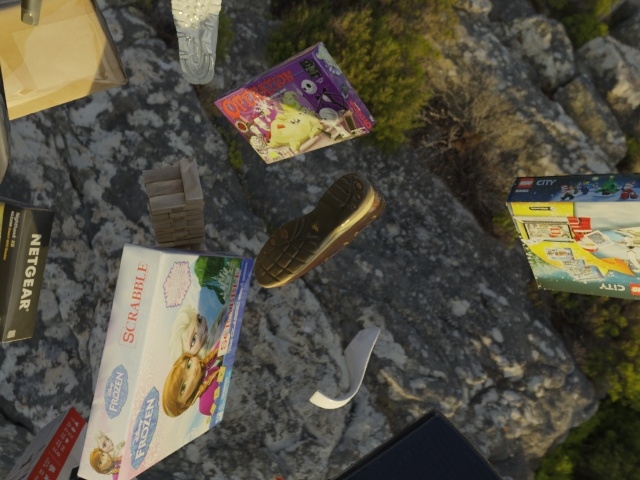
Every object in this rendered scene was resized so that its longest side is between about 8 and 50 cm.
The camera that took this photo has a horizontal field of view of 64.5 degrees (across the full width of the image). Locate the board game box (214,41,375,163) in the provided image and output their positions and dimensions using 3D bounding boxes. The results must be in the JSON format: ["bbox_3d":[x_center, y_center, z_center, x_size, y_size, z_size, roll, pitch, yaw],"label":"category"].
[{"bbox_3d":[-0.068,-0.291,1.145,0.208,0.347,0.056,52,54,-26],"label":"board game box"}]

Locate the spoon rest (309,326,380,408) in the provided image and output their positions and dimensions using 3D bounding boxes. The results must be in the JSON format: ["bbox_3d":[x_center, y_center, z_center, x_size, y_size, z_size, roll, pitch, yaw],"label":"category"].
[{"bbox_3d":[0.081,0.322,1.288,0.084,0.137,0.276,38,46,8],"label":"spoon rest"}]

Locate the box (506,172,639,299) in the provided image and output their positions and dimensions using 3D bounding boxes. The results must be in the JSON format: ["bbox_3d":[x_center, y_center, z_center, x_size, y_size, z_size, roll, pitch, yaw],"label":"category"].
[{"bbox_3d":[0.335,0.000,0.532,0.159,0.233,0.044,54,56,-36],"label":"box"}]

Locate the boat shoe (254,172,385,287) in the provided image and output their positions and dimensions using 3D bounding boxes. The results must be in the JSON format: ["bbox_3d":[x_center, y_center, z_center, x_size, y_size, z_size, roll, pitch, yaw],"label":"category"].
[{"bbox_3d":[0.000,-0.001,0.574,0.060,0.178,0.064,25,32,-50],"label":"boat shoe"}]

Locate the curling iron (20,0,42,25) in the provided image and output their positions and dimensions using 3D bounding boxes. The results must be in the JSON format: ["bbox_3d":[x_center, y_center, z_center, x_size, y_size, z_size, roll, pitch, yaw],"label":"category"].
[{"bbox_3d":[-0.302,-0.371,0.531,0.068,0.274,0.035,15,24,10],"label":"curling iron"}]

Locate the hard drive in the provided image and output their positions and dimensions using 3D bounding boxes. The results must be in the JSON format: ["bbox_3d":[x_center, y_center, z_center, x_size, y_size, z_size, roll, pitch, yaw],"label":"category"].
[{"bbox_3d":[0.124,0.290,0.446,0.172,0.054,0.254,-29,58,-14],"label":"hard drive"}]

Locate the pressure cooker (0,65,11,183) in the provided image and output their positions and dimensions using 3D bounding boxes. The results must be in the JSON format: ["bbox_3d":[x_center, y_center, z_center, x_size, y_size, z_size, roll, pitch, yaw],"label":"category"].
[{"bbox_3d":[-0.464,-0.180,0.407,0.376,0.420,0.369,2,69,-26],"label":"pressure cooker"}]

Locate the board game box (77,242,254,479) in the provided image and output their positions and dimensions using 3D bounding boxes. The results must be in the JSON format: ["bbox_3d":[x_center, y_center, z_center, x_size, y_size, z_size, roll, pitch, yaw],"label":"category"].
[{"bbox_3d":[-0.223,0.172,0.813,0.066,0.318,0.318,11,90,15],"label":"board game box"}]

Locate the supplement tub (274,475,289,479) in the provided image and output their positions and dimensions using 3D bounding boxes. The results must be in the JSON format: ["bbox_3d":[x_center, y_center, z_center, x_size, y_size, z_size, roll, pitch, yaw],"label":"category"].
[{"bbox_3d":[0.045,0.463,0.677,0.316,0.193,0.193,25,56,8],"label":"supplement tub"}]

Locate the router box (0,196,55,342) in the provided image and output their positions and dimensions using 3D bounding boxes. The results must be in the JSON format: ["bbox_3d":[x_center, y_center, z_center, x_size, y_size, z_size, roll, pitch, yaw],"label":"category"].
[{"bbox_3d":[-0.764,0.053,1.183,0.243,0.081,0.308,13,93,20],"label":"router box"}]

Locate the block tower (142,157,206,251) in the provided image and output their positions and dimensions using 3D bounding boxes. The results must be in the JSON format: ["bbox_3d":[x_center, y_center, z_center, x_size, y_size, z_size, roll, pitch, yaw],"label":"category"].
[{"bbox_3d":[-0.277,-0.019,0.993,0.097,0.335,0.091,-10,63,-18],"label":"block tower"}]

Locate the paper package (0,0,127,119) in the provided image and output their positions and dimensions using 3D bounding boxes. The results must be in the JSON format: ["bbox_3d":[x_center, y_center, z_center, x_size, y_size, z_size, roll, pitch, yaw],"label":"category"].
[{"bbox_3d":[-0.549,-0.351,0.916,0.325,0.168,0.309,-23,39,-12],"label":"paper package"}]

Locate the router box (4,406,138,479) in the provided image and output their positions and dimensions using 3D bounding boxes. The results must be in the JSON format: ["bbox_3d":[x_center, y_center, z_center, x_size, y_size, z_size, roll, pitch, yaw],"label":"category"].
[{"bbox_3d":[-0.405,0.484,0.879,0.082,0.335,0.301,-37,102,-9],"label":"router box"}]

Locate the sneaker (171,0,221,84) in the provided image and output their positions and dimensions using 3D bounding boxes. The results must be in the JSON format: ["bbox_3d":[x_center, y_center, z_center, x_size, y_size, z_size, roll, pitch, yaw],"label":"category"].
[{"bbox_3d":[-0.240,-0.434,0.997,0.090,0.235,0.095,10,36,-9],"label":"sneaker"}]
